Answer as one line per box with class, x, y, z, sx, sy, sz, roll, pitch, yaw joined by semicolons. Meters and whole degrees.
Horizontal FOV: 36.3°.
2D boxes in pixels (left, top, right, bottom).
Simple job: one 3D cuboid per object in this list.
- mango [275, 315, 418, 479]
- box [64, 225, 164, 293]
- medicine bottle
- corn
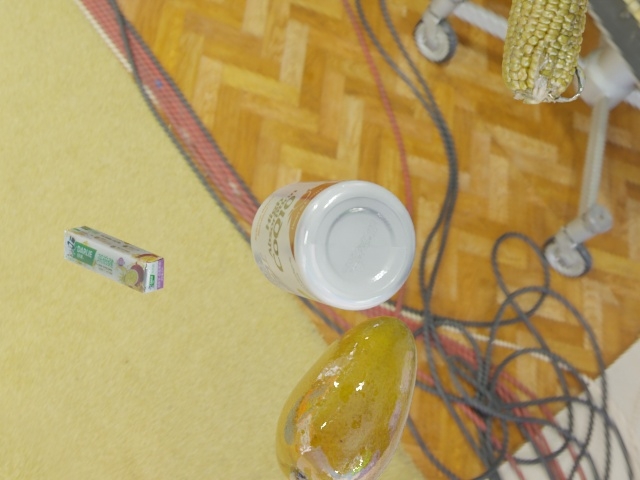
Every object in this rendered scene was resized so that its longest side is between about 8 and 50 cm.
mango;0.061;0.307;1.832;0.221;0.264;0.378;25;72;19
box;-0.315;0.027;1.478;0.041;0.207;0.050;-14;115;-46
medicine bottle;0.000;0.000;1.287;0.156;0.288;0.157;-1;93;-20
corn;0.287;-0.315;1.209;0.106;0.106;0.293;0;103;-25
